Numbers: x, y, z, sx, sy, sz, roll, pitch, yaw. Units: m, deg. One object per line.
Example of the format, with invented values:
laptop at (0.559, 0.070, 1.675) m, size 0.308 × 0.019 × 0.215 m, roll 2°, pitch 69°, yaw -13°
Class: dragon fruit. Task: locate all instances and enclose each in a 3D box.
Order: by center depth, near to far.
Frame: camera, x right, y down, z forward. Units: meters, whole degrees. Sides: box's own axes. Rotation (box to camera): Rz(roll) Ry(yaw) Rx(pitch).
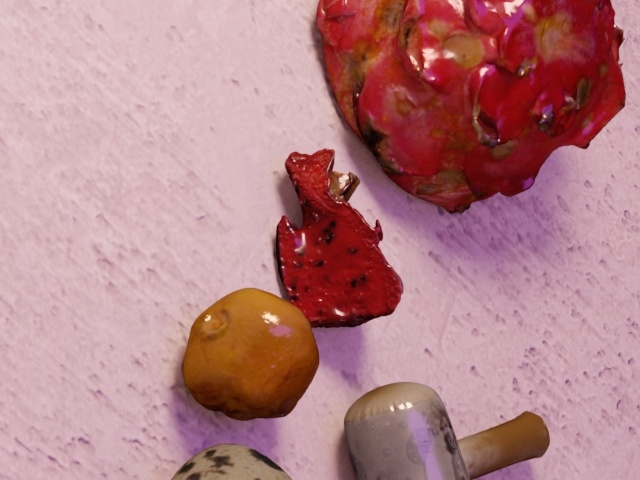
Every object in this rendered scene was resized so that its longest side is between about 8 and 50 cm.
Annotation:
dragon fruit at (0.004, 0.000, 1.801) m, size 0.092 × 0.122 × 0.192 m, roll 20°, pitch 49°, yaw -85°
dragon fruit at (0.196, -0.228, 1.944) m, size 0.386 × 0.249 × 0.370 m, roll 13°, pitch 72°, yaw -40°

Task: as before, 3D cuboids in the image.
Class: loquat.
loquat at (-0.063, 0.111, 1.650) m, size 0.137 × 0.113 × 0.137 m, roll -23°, pitch 123°, yaw -40°

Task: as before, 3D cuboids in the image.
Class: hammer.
hammer at (0.152, 0.228, 1.834) m, size 0.305 × 0.113 × 0.202 m, roll -14°, pitch 89°, yaw -52°

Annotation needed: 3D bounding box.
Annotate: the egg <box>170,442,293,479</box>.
egg at (-0.074, 0.285, 1.528) m, size 0.177 × 0.177 × 0.228 m, roll 24°, pitch 47°, yaw -38°
